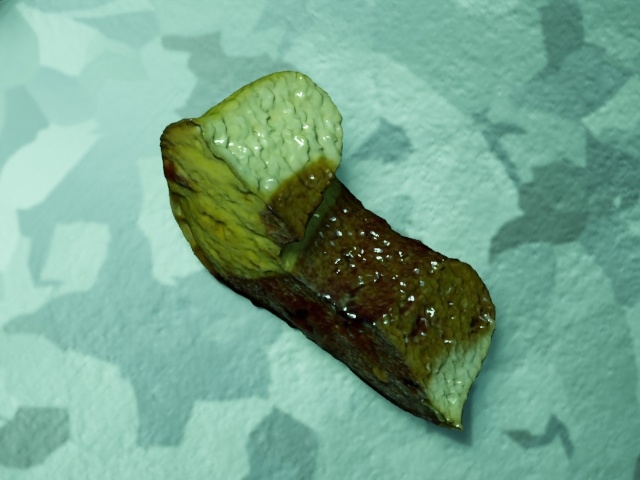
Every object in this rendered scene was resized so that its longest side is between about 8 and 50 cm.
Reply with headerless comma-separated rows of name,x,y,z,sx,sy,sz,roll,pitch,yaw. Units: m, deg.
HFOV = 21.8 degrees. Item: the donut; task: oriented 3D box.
donut,0.000,0.000,1.168,0.112,0.151,0.295,-47,110,-22
